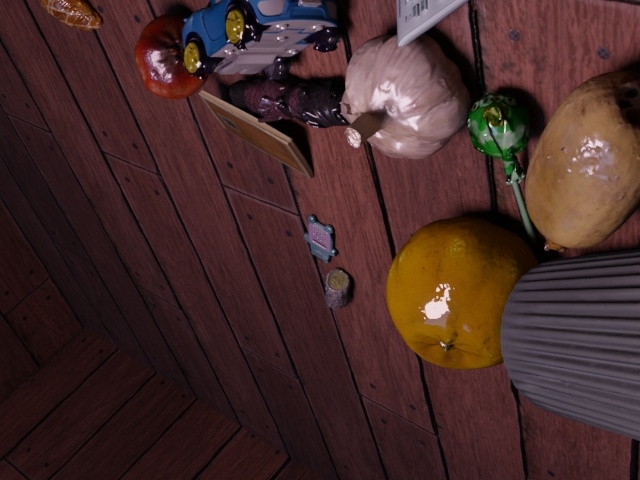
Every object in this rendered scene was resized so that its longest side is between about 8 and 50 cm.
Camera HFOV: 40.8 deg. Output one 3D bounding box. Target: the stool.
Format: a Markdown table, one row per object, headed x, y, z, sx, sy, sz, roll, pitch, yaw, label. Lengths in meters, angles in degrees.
| x | y | z | sx | sy | sz | roll | pitch | yaw | label |
| --- | --- | --- | --- | --- | --- | --- | --- | --- | --- |
| 0.459 | 0.149 | 1.253 | 0.297 | 0.297 | 0.330 | 54 | 156 | -17 | stool |

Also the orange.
| x | y | z | sx | sy | sz | roll | pitch | yaw | label |
| --- | --- | --- | --- | --- | --- | --- | --- | --- | --- |
| 0.249 | 0.096 | 1.491 | 0.279 | 0.235 | 0.279 | 18 | 139 | 16 | orange |

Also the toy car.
| x | y | z | sx | sy | sz | roll | pitch | yaw | label |
| --- | --- | --- | --- | --- | --- | --- | --- | --- | --- |
| -0.103 | -0.370 | 1.429 | 0.314 | 0.198 | 0.166 | -14 | 86 | 57 | toy car |

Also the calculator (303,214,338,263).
| x | y | z | sx | sy | sz | roll | pitch | yaw | label |
| --- | --- | --- | --- | --- | --- | --- | --- | --- | --- |
| 0.000 | 0.000 | 1.951 | 0.094 | 0.019 | 0.141 | 30 | 149 | 20 | calculator |

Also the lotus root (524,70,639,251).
| x | y | z | sx | sy | sz | roll | pitch | yaw | label |
| --- | --- | --- | --- | --- | --- | --- | --- | --- | --- |
| 0.359 | -0.087 | 1.175 | 0.343 | 0.151 | 0.169 | 105 | 159 | -58 | lotus root |

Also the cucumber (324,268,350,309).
| x | y | z | sx | sy | sz | roll | pitch | yaw | label |
| --- | --- | --- | --- | --- | --- | --- | --- | --- | --- |
| 0.038 | 0.116 | 2.014 | 0.064 | 0.064 | 0.112 | 35 | 154 | 18 | cucumber |

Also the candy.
| x | y | z | sx | sy | sz | roll | pitch | yaw | label |
| --- | --- | --- | --- | --- | --- | --- | --- | --- | --- |
| 0.307 | -0.100 | 1.356 | 0.097 | 0.097 | 0.323 | 20 | 153 | 39 | candy |

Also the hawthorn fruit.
| x | y | z | sx | sy | sz | roll | pitch | yaw | label |
| --- | --- | --- | --- | --- | --- | --- | --- | --- | --- |
| -0.299 | -0.356 | 1.724 | 0.157 | 0.157 | 0.194 | 47 | 157 | -5 | hawthorn fruit |

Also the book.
| x | y | z | sx | sy | sz | roll | pitch | yaw | label |
| --- | --- | --- | --- | --- | --- | --- | --- | --- | --- |
| -0.130 | -0.218 | 1.772 | 0.241 | 0.018 | 0.170 | 31 | 171 | 24 | book |

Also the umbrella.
| x | y | z | sx | sy | sz | roll | pitch | yaw | label |
| --- | --- | --- | --- | --- | --- | --- | --- | --- | --- |
| -0.061 | -0.260 | 1.599 | 0.326 | 0.094 | 0.090 | 15 | 126 | 43 | umbrella |

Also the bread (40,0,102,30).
| x | y | z | sx | sy | sz | roll | pitch | yaw | label |
| --- | --- | --- | --- | --- | --- | --- | --- | --- | --- |
| -0.594 | -0.551 | 1.943 | 0.233 | 0.076 | 0.105 | 41 | 154 | 3 | bread |

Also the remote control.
| x | y | z | sx | sy | sz | roll | pitch | yaw | label |
| --- | --- | --- | --- | --- | --- | --- | --- | --- | --- |
| 0.185 | -0.357 | 1.149 | 0.051 | 0.103 | 0.293 | 5 | 167 | -25 | remote control |

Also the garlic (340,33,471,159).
| x | y | z | sx | sy | sz | roll | pitch | yaw | label |
| --- | --- | --- | --- | --- | --- | --- | --- | --- | --- |
| 0.102 | -0.201 | 1.330 | 0.218 | 0.212 | 0.219 | 30 | 143 | 26 | garlic |
